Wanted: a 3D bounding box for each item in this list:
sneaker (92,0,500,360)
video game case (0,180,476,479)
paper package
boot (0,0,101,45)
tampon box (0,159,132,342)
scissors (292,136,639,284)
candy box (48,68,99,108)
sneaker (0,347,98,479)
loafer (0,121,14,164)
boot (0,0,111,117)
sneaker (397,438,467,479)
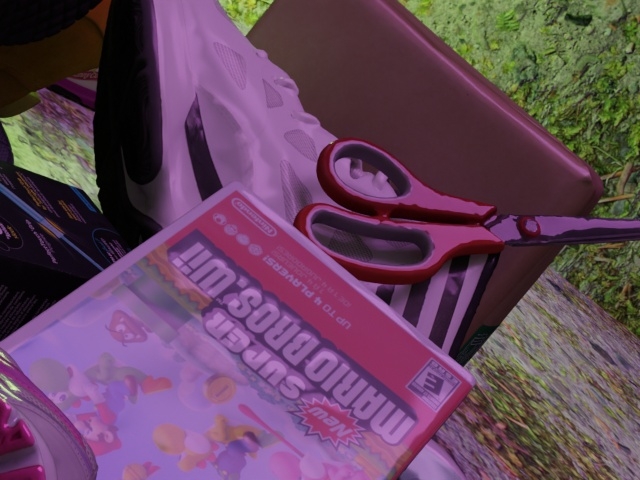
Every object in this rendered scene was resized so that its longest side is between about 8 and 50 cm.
[{"bbox_3d":[-0.021,-0.037,0.997,0.257,0.169,0.448,-1,58,-22],"label":"sneaker"},{"bbox_3d":[-0.055,0.090,0.741,0.204,0.025,0.285,40,41,10],"label":"video game case"},{"bbox_3d":[0.028,-0.024,1.127,0.309,0.325,0.168,43,11,16],"label":"paper package"},{"bbox_3d":[-0.271,-0.201,0.923,0.161,0.246,0.083,50,-25,22],"label":"boot"},{"bbox_3d":[-0.200,0.021,0.808,0.120,0.101,0.161,48,15,33],"label":"tampon box"},{"bbox_3d":[0.125,0.002,0.911,0.297,0.021,0.109,13,54,-13],"label":"scissors"},{"bbox_3d":[-0.291,-0.242,1.516,0.159,0.071,0.233,24,20,-52],"label":"candy box"},{"bbox_3d":[-0.204,0.072,0.596,0.252,0.103,0.111,33,-3,22],"label":"sneaker"},{"bbox_3d":[-0.325,-0.117,0.977,0.267,0.084,0.096,49,20,18],"label":"loafer"},{"bbox_3d":[-0.213,-0.199,1.098,0.104,0.295,0.211,56,5,8],"label":"boot"},{"bbox_3d":[0.074,0.225,0.950,0.256,0.094,0.151,41,15,4],"label":"sneaker"}]
